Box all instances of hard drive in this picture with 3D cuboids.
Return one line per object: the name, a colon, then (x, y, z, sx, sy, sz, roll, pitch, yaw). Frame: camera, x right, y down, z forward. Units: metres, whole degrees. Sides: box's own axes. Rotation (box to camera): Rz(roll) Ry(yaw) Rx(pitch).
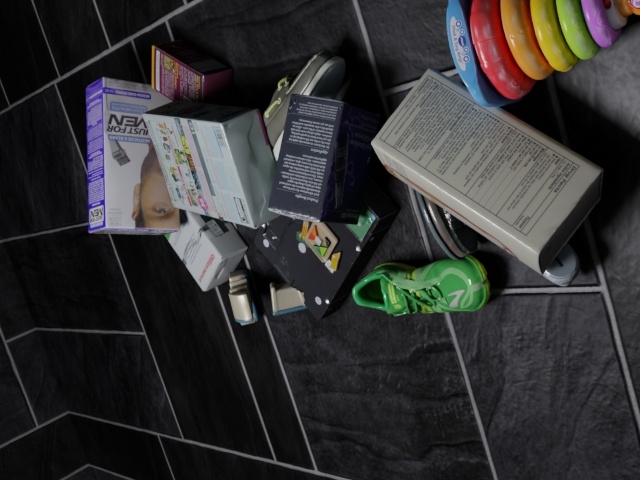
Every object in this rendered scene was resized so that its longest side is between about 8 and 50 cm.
hard drive: (0.000, -0.026, 1.624, 0.237, 0.064, 0.339, 48, 140, 20)

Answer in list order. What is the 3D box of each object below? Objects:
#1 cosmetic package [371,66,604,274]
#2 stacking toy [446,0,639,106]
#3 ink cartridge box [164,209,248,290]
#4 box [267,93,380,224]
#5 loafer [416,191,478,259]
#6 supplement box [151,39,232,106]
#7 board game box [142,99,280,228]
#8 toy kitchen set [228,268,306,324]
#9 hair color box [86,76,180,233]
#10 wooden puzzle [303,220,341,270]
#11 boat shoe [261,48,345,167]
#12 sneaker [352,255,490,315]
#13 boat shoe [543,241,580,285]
cosmetic package: (0.240, -0.101, 1.184, 0.296, 0.153, 0.129, 38, 178, 24)
stacking toy: (0.331, -0.290, 1.053, 0.302, 0.166, 0.175, -11, 94, 36)
ink cartridge box: (-0.281, -0.007, 1.942, 0.208, 0.087, 0.153, 53, 140, 16)
box: (0.008, -0.137, 1.414, 0.108, 0.153, 0.207, 14, 97, 27)
loafer: (0.205, -0.101, 1.327, 0.084, 0.096, 0.267, -22, 88, 40)
supplement box: (-0.279, -0.349, 1.760, 0.188, 0.081, 0.104, 35, 132, 33)
board game box: (-0.219, -0.161, 1.656, 0.303, 0.097, 0.224, 15, 127, 47)
toy kitchen set: (-0.114, 0.137, 1.850, 0.207, 0.166, 0.122, -114, 11, -75)
hair color box: (-0.425, -0.185, 1.851, 0.110, 0.185, 0.338, -8, 83, 51)
wooden puzzle: (0.000, 0.000, 1.576, 0.116, 0.014, 0.078, 46, 138, 24)
boat shoe: (-0.048, -0.255, 1.520, 0.091, 0.109, 0.305, 51, 145, 11)
sneaker: (0.174, 0.093, 1.436, 0.295, 0.123, 0.109, -10, 101, 51)
boat shoe: (0.311, -0.020, 1.252, 0.226, 0.083, 0.076, 63, -177, 24)
